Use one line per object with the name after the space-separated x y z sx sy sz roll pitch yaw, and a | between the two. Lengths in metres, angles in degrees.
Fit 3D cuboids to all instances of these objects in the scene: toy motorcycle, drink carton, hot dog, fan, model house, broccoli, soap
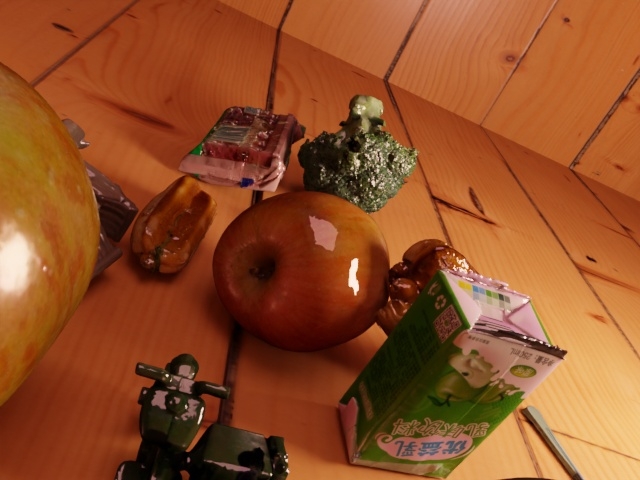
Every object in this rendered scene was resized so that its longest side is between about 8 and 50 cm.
-0.103 0.233 0.610 0.205 0.127 0.275 18 32 -14 | toy motorcycle
0.152 0.175 0.788 0.161 0.271 0.108 18 31 -22 | drink carton
-0.234 -0.021 0.991 0.104 0.076 0.250 42 27 -17 | hot dog
0.388 0.342 1.008 0.038 0.016 0.193 13 30 -32 | fan
0.204 0.133 0.941 0.349 0.158 0.117 40 -16 -36 | hot dog
-0.339 -0.043 0.847 0.188 0.122 0.229 48 25 -12 | model house
0.084 -0.179 1.344 0.269 0.270 0.270 10 -15 3 | broccoli
-0.151 -0.197 1.310 0.217 0.098 0.273 12 28 -1 | soap

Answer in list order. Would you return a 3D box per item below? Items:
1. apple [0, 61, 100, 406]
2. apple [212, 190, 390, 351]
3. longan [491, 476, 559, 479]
-0.395 0.004 0.533 0.400 0.334 0.400 7 39 -6 | apple
-0.019 0.046 0.927 0.242 0.242 0.241 45 19 29 | apple
0.207 0.348 0.592 0.300 0.243 0.300 24 -10 4 | longan
